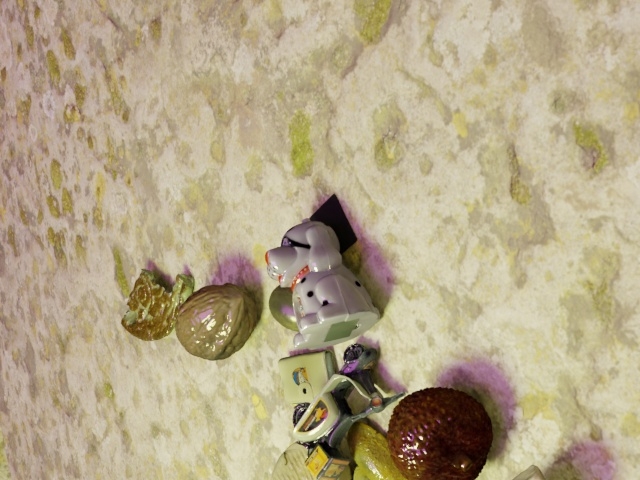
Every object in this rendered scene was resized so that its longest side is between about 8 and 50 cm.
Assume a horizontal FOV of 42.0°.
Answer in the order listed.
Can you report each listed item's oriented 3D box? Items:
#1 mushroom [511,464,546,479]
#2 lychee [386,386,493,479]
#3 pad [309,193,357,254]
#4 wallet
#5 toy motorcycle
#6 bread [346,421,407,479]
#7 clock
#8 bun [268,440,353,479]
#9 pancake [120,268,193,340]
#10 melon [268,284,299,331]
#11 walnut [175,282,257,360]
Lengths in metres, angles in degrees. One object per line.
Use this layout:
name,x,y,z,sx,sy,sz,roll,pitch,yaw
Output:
mushroom,0.322,0.502,1.376,0.128,0.128,0.350,39,130,37
lychee,0.206,0.343,1.453,0.194,0.194,0.194,9,102,47
pad,0.000,0.000,1.752,0.193,0.004,0.116,-44,64,42
wallet,-0.023,0.297,1.797,0.155,0.039,0.110,-18,80,47
toy motorcycle,0.047,0.332,1.654,0.157,0.091,0.263,43,102,39
bread,0.094,0.460,1.676,0.187,0.065,0.149,50,134,28
clock,-0.006,0.071,1.656,0.189,0.189,0.254,-42,62,43
bun,-0.010,0.535,1.761,0.210,0.116,0.237,49,116,37
pancake,-0.444,0.168,2.239,0.376,0.054,0.197,-20,83,46
melon,-0.052,0.142,1.763,0.131,0.098,0.098,23,113,36
walnut,-0.238,0.184,1.921,0.230,0.178,0.178,-42,65,41
